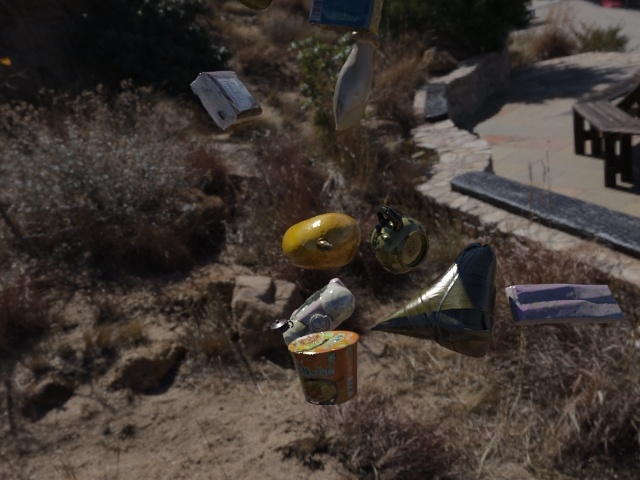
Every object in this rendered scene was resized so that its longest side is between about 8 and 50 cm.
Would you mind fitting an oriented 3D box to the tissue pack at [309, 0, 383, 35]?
[{"bbox_3d":[0.091,-0.734,1.532,0.192,0.270,0.134,15,13,17],"label":"tissue pack"}]

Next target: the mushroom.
[{"bbox_3d":[0.120,-0.549,1.857,0.128,0.349,0.128,14,11,-3],"label":"mushroom"}]

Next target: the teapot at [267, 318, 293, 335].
[{"bbox_3d":[-0.137,0.289,1.834,0.100,0.045,0.068,-19,16,24],"label":"teapot"}]

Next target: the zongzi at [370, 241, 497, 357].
[{"bbox_3d":[0.291,0.135,1.378,0.300,0.138,0.286,2,57,20],"label":"zongzi"}]

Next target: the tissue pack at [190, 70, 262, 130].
[{"bbox_3d":[-0.298,-0.457,1.744,0.092,0.183,0.226,-36,6,25],"label":"tissue pack"}]

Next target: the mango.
[{"bbox_3d":[0.000,0.000,1.214,0.177,0.119,0.317,-18,7,-11],"label":"mango"}]

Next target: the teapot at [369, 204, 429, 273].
[{"bbox_3d":[0.219,-0.004,1.641,0.173,0.269,0.183,-43,37,-19],"label":"teapot"}]

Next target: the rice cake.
[{"bbox_3d":[0.636,0.168,1.421,0.298,0.050,0.106,0,61,-7],"label":"rice cake"}]

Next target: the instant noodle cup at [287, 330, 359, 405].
[{"bbox_3d":[0.023,0.405,1.722,0.230,0.182,0.230,-9,6,1],"label":"instant noodle cup"}]

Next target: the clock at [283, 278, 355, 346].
[{"bbox_3d":[0.002,0.318,2.309,0.342,0.184,0.326,-46,-4,6],"label":"clock"}]

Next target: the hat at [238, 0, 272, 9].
[{"bbox_3d":[-0.193,-0.568,1.153,0.193,0.193,0.082,12,50,49],"label":"hat"}]
